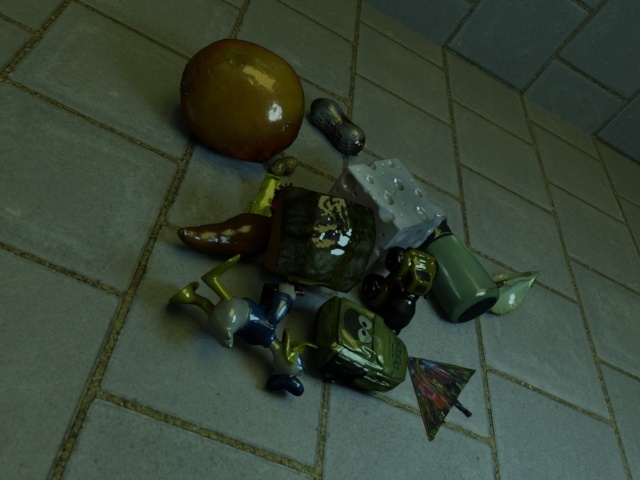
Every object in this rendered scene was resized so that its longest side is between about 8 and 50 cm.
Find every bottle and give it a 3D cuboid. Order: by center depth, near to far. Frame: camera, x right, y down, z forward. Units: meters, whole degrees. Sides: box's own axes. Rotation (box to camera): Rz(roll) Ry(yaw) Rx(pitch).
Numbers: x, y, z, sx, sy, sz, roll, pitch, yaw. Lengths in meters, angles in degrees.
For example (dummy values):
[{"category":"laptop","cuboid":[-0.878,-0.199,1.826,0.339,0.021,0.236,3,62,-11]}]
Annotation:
[{"category":"bottle","cuboid":[0.380,0.071,1.989,0.168,0.168,0.347,-2,50,-39]}]

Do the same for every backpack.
[{"category":"backpack","cuboid":[0.094,0.263,1.597,0.253,0.140,0.207,30,38,-20]}]

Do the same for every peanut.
[{"category":"peanut","cuboid":[-0.109,-0.224,1.990,0.054,0.054,0.113,49,42,13]}]

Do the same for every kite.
[{"category":"kite","cuboid":[0.307,0.383,1.733,0.234,0.016,0.321,44,39,7]}]

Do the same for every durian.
[{"category":"durian","cuboid":[0.579,0.144,2.088,0.252,0.139,0.144,1,46,-32]}]

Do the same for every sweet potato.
[{"category":"sweet potato","cuboid":[-0.194,-0.012,1.666,0.359,0.112,0.112,-17,63,-44]}]

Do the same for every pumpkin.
[{"category":"pumpkin","cuboid":[0.000,0.000,1.641,0.303,0.256,0.226,15,87,-42]}]

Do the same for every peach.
[{"category":"peach","cuboid":[-0.213,-0.399,1.892,0.372,0.290,0.373,22,44,-23]}]

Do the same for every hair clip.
[{"category":"hair clip","cuboid":[-0.161,-0.102,1.804,0.072,0.046,0.173,17,62,-1]}]

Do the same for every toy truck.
[{"category":"toy truck","cuboid":[0.222,0.135,1.753,0.147,0.224,0.165,19,36,-24]}]

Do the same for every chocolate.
[{"category":"chocolate","cuboid":[0.058,-0.390,2.241,0.248,0.110,0.110,45,39,9]}]

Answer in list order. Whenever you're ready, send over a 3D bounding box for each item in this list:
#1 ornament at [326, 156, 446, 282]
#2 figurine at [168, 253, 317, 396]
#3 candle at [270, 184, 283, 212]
[{"category":"ornament","cuboid":[0.158,-0.061,1.881,0.239,0.240,0.240,-17,63,-46]},{"category":"figurine","cuboid":[-0.134,0.203,1.494,0.338,0.204,0.283,58,34,6]},{"category":"candle","cuboid":[-0.049,-0.050,1.853,0.301,0.059,0.084,43,60,9]}]
